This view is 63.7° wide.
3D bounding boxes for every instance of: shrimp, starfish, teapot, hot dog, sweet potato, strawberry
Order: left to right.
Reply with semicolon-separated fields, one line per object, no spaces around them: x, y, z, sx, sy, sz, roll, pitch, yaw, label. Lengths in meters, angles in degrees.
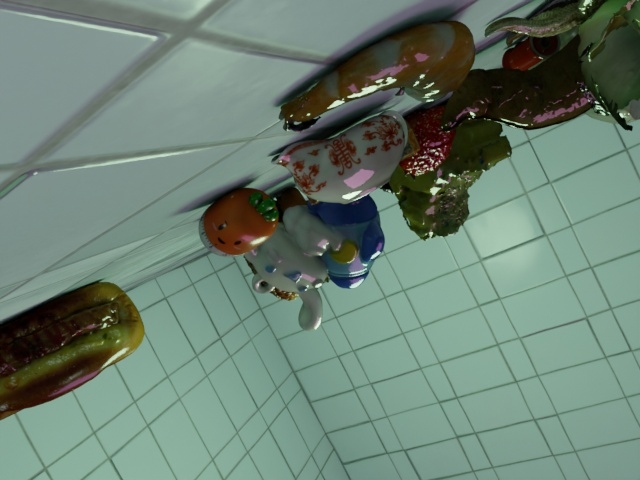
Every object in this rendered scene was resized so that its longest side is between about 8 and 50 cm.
-0.591;0.241;1.110;0.405;0.185;0.223;-28;-176;-19;hot dog
0.048;-0.118;0.714;0.245;0.116;0.159;-38;178;-43;teapot
0.050;-0.127;0.438;0.166;0.049;0.161;-25;180;11;shrimp
0.211;-0.198;1.007;0.148;0.131;0.131;-15;-170;37;strawberry
0.300;-0.212;0.667;0.310;0.124;0.098;-29;-153;13;sweet potato
0.267;-0.250;0.543;0.224;0.050;0.217;-22;-170;-12;starfish

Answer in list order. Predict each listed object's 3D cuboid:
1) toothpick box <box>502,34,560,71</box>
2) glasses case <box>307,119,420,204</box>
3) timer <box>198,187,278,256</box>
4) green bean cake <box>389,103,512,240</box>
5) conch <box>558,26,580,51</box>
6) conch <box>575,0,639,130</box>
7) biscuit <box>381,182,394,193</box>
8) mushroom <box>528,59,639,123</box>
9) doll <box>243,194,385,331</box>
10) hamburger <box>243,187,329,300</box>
0.299;-0.269;0.740;0.047;0.047;0.083;-27;-176;-9;toothpick box
0.065;-0.143;0.904;0.218;0.075;0.049;-28;-179;-17;glasses case
-0.116;-0.032;0.804;0.136;0.099;0.136;-27;-165;8;timer
0.282;-0.156;1.190;0.202;0.284;0.310;-23;177;-31;green bean cake
0.418;-0.301;0.718;0.116;0.106;0.173;-45;-175;-1;conch
0.367;-0.180;0.558;0.251;0.137;0.143;-1;-158;-15;conch
0.230;-0.207;1.424;0.195;0.194;0.053;-27;147;3;biscuit
0.453;-0.281;0.876;0.159;0.122;0.328;-17;-156;-10;mushroom
0.004;0.006;1.089;0.366;0.187;0.376;-35;146;8;doll
-0.086;0.017;1.332;0.225;0.290;0.291;-32;-177;-2;hamburger
